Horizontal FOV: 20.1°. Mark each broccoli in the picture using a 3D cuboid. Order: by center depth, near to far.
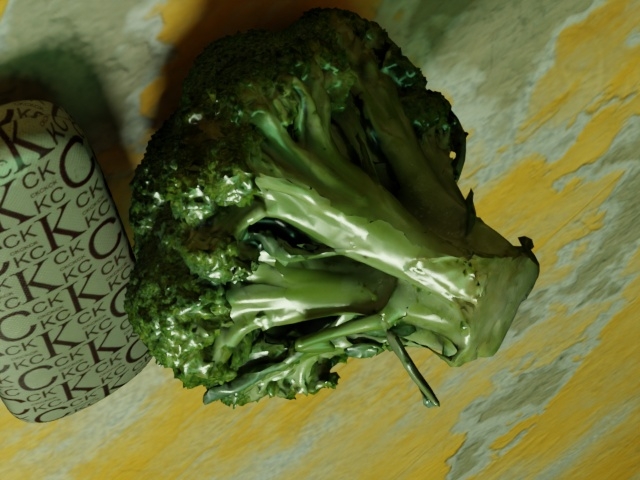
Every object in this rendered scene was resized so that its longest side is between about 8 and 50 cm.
[{"bbox_3d":[0.000,0.000,1.268,0.321,0.283,0.304,-13,124,-60],"label":"broccoli"}]

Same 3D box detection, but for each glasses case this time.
[{"bbox_3d":[-0.202,0.025,1.304,0.137,0.085,0.354,-28,151,-10],"label":"glasses case"}]
